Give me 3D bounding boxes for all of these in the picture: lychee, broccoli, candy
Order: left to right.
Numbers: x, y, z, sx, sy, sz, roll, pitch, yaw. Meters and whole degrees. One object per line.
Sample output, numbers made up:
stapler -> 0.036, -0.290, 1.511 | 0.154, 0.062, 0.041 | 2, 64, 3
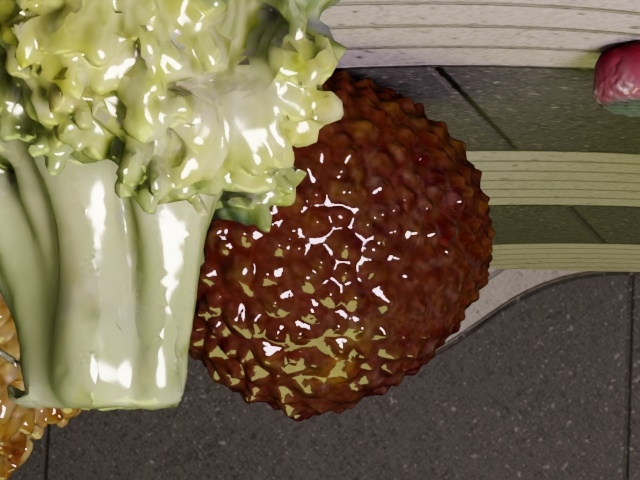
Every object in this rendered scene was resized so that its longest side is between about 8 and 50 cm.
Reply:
broccoli -> -0.109, -0.052, 0.949 | 0.347, 0.281, 0.293 | -6, 171, 38
lychee -> 0.000, 0.000, 1.449 | 0.275, 0.276, 0.304 | -2, 152, 38
candy -> 0.247, -0.116, 1.316 | 0.103, 0.043, 0.103 | 0, 173, 0

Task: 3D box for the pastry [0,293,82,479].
pastry -> -0.289, 0.035, 1.254 | 0.245, 0.410, 0.409 | 24, -174, 32
